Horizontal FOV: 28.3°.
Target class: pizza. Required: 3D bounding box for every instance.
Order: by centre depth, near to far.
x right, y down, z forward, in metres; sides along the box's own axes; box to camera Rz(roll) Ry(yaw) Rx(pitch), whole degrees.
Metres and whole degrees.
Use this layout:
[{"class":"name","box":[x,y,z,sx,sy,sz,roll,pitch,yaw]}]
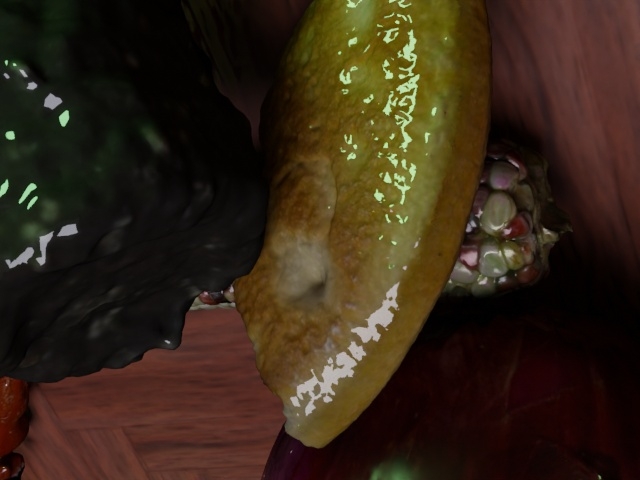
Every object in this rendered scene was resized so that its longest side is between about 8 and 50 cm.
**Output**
[{"class":"pizza","box":[0.019,-0.036,0.612,0.056,0.271,0.134,14,168,-42]}]

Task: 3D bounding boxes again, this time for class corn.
[{"class":"corn","box":[0.000,0.000,0.715,0.280,0.092,0.092,-8,125,25]}]

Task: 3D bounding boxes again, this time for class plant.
[{"class":"plant","box":[-0.138,-0.057,0.587,0.204,0.178,0.234,-37,74,20]}]

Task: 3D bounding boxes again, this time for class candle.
[{"class":"candle","box":[-0.215,0.049,0.860,0.051,0.048,0.329,5,132,-13]}]

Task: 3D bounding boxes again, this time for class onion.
[{"class":"onion","box":[0.097,0.158,0.693,0.276,0.276,0.276,9,131,11]}]
